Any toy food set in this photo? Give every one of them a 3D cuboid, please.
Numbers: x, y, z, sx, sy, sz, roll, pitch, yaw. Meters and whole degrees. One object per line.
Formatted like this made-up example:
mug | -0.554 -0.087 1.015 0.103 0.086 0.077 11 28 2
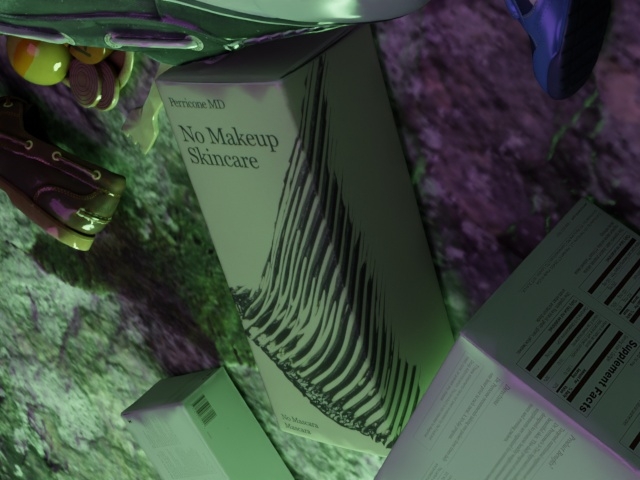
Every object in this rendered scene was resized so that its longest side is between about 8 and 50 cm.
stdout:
toy food set | -0.187 -0.153 0.903 0.192 0.038 0.132 44 140 6

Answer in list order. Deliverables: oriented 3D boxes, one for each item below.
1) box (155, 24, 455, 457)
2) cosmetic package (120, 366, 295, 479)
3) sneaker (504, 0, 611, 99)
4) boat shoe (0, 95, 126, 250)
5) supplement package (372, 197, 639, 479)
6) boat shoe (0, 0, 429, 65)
box | 0.000 0.000 0.811 0.113 0.094 0.275 5 125 40
cosmetic package | -0.066 0.225 1.080 0.099 0.060 0.239 -18 108 46
sneaker | 0.109 -0.142 0.631 0.059 0.053 0.144 6 116 36
boat shoe | -0.243 -0.077 1.002 0.207 0.073 0.073 34 101 12
supplement package | 0.164 0.127 0.718 0.203 0.149 0.194 37 139 13
boat shoe | -0.077 -0.149 0.720 0.301 0.108 0.102 4 145 10
